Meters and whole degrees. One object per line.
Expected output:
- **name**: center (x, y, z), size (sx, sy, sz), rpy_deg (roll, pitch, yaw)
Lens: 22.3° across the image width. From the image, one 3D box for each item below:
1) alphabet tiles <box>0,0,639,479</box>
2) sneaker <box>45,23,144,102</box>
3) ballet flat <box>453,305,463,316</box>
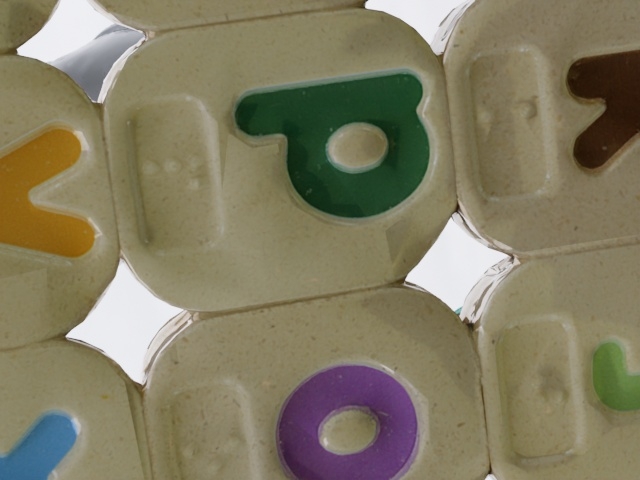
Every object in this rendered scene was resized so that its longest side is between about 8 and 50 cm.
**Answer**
- **alphabet tiles**: center (0.024, -0.022, 0.336), size (0.021, 0.278, 0.284), rpy_deg (-146, 47, -77)
- **sneaker**: center (-0.176, -0.024, 0.897), size (0.146, 0.330, 0.122), rpy_deg (-36, -76, -45)
- **ballet flat**: center (0.089, 0.117, 1.170), size (0.083, 0.247, 0.087), rpy_deg (44, -151, 10)
